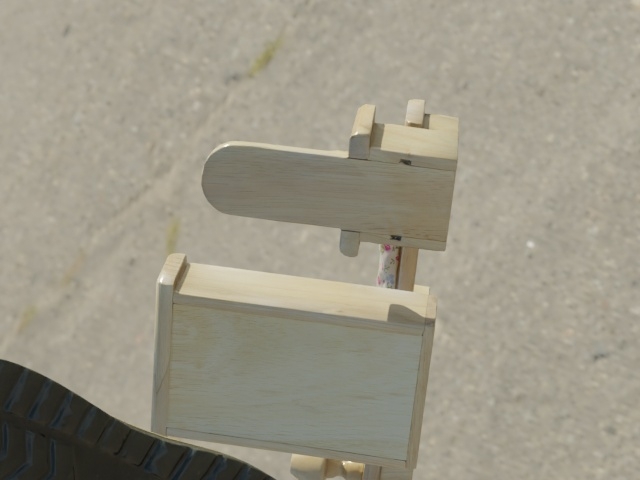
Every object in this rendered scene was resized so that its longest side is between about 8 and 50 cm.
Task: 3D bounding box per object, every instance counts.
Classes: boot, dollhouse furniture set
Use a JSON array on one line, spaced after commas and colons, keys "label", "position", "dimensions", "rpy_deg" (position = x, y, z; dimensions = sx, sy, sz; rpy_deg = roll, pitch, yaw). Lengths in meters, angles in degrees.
[{"label": "boot", "position": [-0.082, 0.097, 0.561], "dimensions": [0.077, 0.198, 0.137], "rpy_deg": [-55, 23, -16]}, {"label": "dollhouse furniture set", "position": [0.000, 0.000, 1.089], "dimensions": [0.355, 0.173, 0.303], "rpy_deg": [-76, -7, -65]}]
